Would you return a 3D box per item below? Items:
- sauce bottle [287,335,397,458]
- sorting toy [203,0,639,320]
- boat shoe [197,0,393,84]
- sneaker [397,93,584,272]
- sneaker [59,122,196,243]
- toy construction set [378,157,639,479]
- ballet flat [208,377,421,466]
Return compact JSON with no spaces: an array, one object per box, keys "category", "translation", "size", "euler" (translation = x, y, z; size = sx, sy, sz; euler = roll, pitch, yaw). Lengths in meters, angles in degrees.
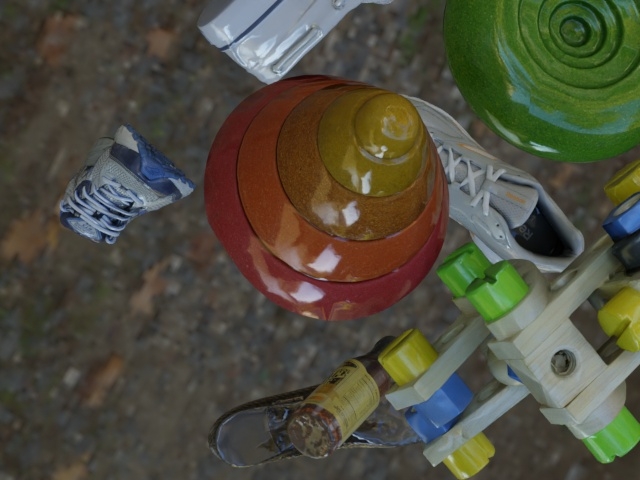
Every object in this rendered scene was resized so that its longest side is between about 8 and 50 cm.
[{"category":"sauce bottle","translation":[0.023,0.108,1.234],"size":[0.128,0.042,0.042],"euler":[-40,149,-53]},{"category":"sorting toy","translation":[0.115,-0.100,0.808],"size":[0.365,0.127,0.126],"euler":[-33,176,-18]},{"category":"boat shoe","translation":[0.030,-0.204,1.203],"size":[0.258,0.084,0.095],"euler":[-35,-156,31]},{"category":"sneaker","translation":[0.143,-0.055,1.613],"size":[0.099,0.262,0.121],"euler":[-60,-161,-7]},{"category":"sneaker","translation":[-0.109,-0.023,0.935],"size":[0.058,0.052,0.135],"euler":[-51,-169,-13]},{"category":"toy construction set","translation":[0.179,-0.008,0.975],"size":[0.327,0.151,0.215],"euler":[-57,-169,-16]},{"category":"ballet flat","translation":[0.011,0.175,1.707],"size":[0.058,0.250,0.084],"euler":[159,-81,-77]}]
